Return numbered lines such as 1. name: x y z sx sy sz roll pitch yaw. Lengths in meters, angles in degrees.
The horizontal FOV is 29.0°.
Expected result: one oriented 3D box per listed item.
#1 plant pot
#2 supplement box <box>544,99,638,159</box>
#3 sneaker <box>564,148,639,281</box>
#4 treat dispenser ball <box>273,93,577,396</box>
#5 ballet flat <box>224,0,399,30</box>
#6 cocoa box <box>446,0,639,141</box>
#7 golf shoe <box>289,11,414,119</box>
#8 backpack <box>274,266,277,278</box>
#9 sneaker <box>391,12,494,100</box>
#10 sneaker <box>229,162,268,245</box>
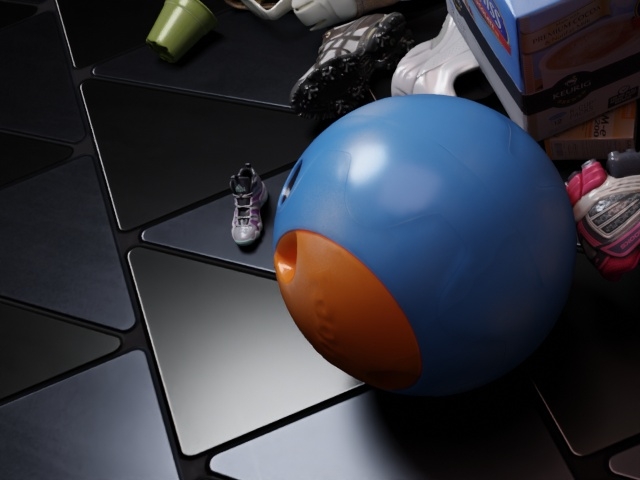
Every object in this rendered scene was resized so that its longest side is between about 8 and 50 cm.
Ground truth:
1. plant pot: -0.197 -0.289 1.697 0.083 0.083 0.079 24 73 34
2. supplement box: 0.306 -0.125 1.395 0.098 0.036 0.062 0 50 19
3. sneaker: 0.387 -0.026 1.216 0.299 0.121 0.112 -8 68 -11
4. treat dispenser ball: 0.098 0.004 1.179 0.288 0.288 0.288 -10 47 11
5. ballet flat: -0.018 -0.331 1.646 0.316 0.107 0.106 15 59 46
6. cocoa box: 0.326 -0.311 1.341 0.347 0.228 0.231 -23 59 -1
7. golf shoe: 0.025 -0.221 1.564 0.198 0.077 0.094 -37 37 -24
8. backpack: 0.000 0.000 1.349 0.101 0.098 0.120 1 49 15
9. sneaker: 0.195 -0.229 1.506 0.115 0.090 0.232 30 73 29
10. sneaker: -0.091 -0.047 1.442 0.038 0.069 0.098 -7 48 14
